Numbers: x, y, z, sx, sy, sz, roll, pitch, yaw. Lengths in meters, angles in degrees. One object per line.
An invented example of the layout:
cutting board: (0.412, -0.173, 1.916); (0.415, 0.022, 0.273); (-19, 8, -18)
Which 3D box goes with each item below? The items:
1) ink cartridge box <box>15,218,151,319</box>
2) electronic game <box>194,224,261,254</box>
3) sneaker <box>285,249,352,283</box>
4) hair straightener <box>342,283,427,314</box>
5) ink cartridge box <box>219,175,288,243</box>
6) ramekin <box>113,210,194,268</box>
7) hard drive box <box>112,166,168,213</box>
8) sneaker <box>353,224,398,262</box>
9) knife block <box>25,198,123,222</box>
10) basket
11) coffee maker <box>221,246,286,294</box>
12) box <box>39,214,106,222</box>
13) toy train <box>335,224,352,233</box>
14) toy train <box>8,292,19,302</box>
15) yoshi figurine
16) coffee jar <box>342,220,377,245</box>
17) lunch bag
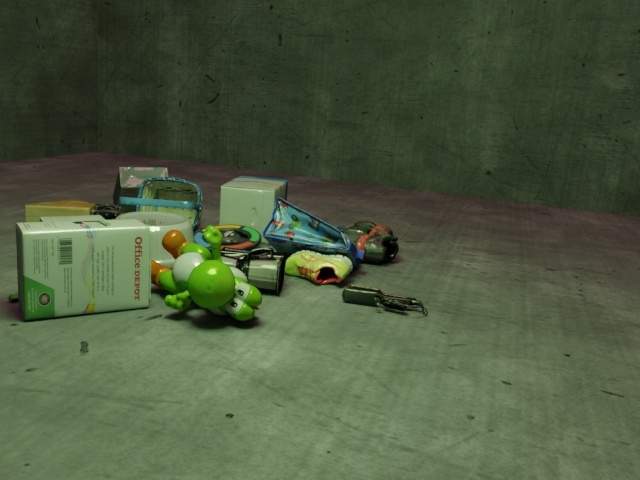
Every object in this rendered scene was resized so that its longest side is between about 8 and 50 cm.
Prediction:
ink cartridge box: (-0.549, 0.060, 1.447); (0.278, 0.201, 0.117); (-3, 14, -31)
electronic game: (-0.311, -0.006, 2.064); (0.229, 0.048, 0.229); (2, 22, -1)
sneaker: (-0.018, 0.084, 1.796); (0.209, 0.081, 0.094); (-1, 31, 21)
hair straightener: (0.164, 0.164, 1.614); (0.230, 0.047, 0.089); (13, 16, 16)
ink cartridge box: (-0.242, -0.119, 2.286); (0.197, 0.198, 0.270); (6, 13, 6)
ramekin: (-0.511, -0.007, 1.892); (0.273, 0.127, 0.273); (5, 14, -1)
hard drive box: (-0.701, -0.191, 2.412); (0.181, 0.089, 0.232); (-2, -23, -26)
sneaker: (0.211, 0.015, 2.104); (0.135, 0.097, 0.276); (10, 17, 22)
knife block: (-0.838, -0.077, 2.150); (0.242, 0.088, 0.276); (13, 16, 33)
basket: (-0.549, -0.126, 2.204); (0.255, 0.201, 0.289); (6, 4, 2)
coffee maker: (-0.190, 0.083, 1.705); (0.178, 0.120, 0.171); (6, -9, 1)
box: (-0.712, -0.001, 1.793); (0.171, 0.130, 0.091); (-4, 16, -31)
toy train: (0.130, -0.035, 2.406); (0.158, 0.036, 0.027); (8, 14, 16)
toy train: (-0.702, 0.134, 1.486); (0.083, 0.017, 0.024); (-7, 28, -40)
yoshi figurine: (-0.298, 0.079, 1.492); (0.362, 0.203, 0.203); (21, 25, 39)
coffee jar: (0.147, -0.020, 2.260); (0.096, 0.079, 0.184); (9, 14, 16)
lunch bag: (0.000, 0.000, 1.916); (0.293, 0.138, 0.221); (17, -13, 15)
